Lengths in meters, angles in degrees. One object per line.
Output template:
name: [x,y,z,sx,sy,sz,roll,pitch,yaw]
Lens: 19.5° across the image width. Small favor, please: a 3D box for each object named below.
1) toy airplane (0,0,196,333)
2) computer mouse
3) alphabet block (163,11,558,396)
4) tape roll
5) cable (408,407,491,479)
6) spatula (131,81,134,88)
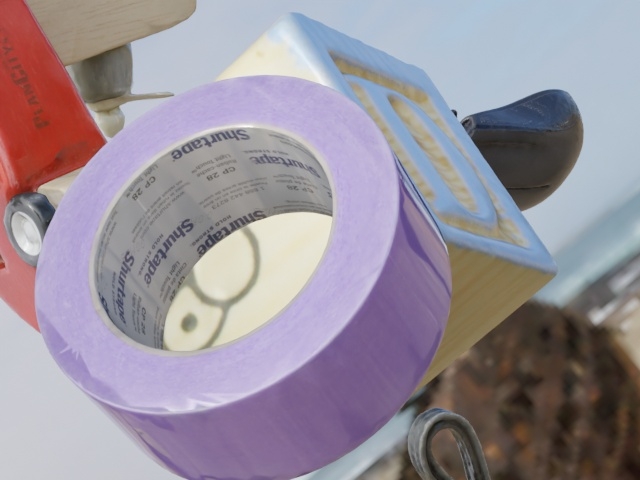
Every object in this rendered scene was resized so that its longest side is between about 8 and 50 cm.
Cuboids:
toy airplane: [-0.300,-0.133,1.512,0.272,0.386,0.384,-29,44,52]
computer mouse: [0.160,-0.059,1.725,0.272,0.072,0.188,-23,-31,-42]
alphabet block: [0.000,0.000,1.201,0.197,0.192,0.193,-41,-27,19]
tape roll: [-0.037,0.018,0.902,0.189,0.189,0.080,-39,-40,-4]
cable: [0.170,0.282,1.772,0.139,0.287,0.072,-22,25,-22]
spatula: [-0.288,-0.189,2.070,0.168,0.019,0.242,-6,21,1]
